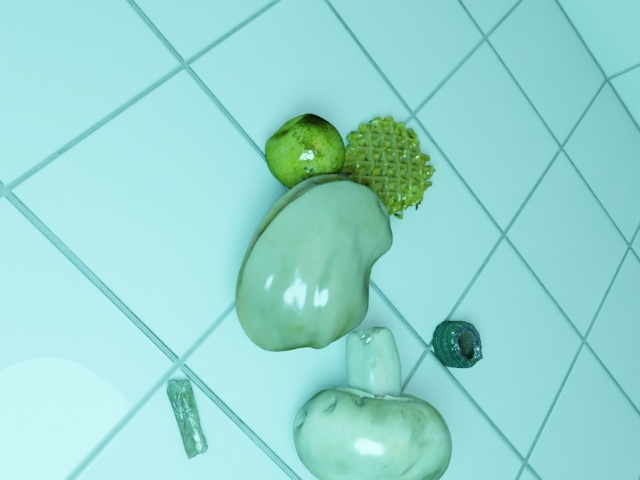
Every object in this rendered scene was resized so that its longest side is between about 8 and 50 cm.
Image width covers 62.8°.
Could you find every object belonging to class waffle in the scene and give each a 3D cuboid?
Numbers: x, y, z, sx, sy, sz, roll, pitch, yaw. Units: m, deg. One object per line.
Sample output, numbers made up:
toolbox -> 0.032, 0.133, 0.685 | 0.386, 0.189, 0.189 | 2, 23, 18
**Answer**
waffle -> 0.194, -0.205, 1.495 | 0.328, 0.062, 0.330 | 7, 77, -29

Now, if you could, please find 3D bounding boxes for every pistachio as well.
pistachio -> -0.009, 0.059, 1.200 | 0.446, 0.281, 0.365 | -50, 128, -18

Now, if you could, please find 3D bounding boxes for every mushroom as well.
mushroom -> 0.112, 0.420, 1.200 | 0.353, 0.353, 0.325 | -37, 142, -30

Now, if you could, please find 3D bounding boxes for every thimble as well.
thimble -> 0.389, 0.295, 1.490 | 0.118, 0.090, 0.135 | -22, 94, -29

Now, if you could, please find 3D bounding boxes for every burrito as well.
burrito -> -0.283, 0.377, 1.117 | 0.051, 0.042, 0.171 | -16, 83, -1

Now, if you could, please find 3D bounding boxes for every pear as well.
pear -> -0.031, -0.206, 1.290 | 0.197, 0.197, 0.198 | 6, 77, -29
